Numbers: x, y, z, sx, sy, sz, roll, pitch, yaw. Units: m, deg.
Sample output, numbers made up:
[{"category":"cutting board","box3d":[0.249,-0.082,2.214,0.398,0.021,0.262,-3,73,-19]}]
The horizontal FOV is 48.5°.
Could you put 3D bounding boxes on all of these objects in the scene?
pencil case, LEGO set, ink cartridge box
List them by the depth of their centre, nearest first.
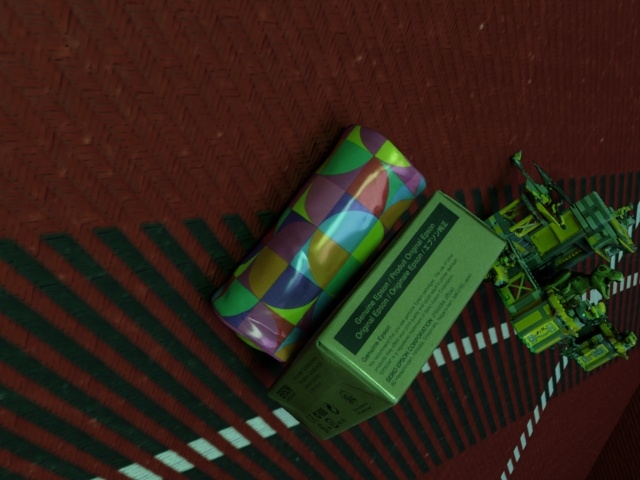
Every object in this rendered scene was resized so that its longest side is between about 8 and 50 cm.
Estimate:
[{"category":"pencil case","box3d":[0.000,0.000,0.674,0.236,0.104,0.104,-51,145,-4]},{"category":"ink cartridge box","box3d":[0.054,0.083,0.701,0.193,0.088,0.234,-50,177,-28]},{"category":"LEGO set","box3d":[0.369,0.035,0.991,0.192,0.255,0.331,-37,139,23]}]
